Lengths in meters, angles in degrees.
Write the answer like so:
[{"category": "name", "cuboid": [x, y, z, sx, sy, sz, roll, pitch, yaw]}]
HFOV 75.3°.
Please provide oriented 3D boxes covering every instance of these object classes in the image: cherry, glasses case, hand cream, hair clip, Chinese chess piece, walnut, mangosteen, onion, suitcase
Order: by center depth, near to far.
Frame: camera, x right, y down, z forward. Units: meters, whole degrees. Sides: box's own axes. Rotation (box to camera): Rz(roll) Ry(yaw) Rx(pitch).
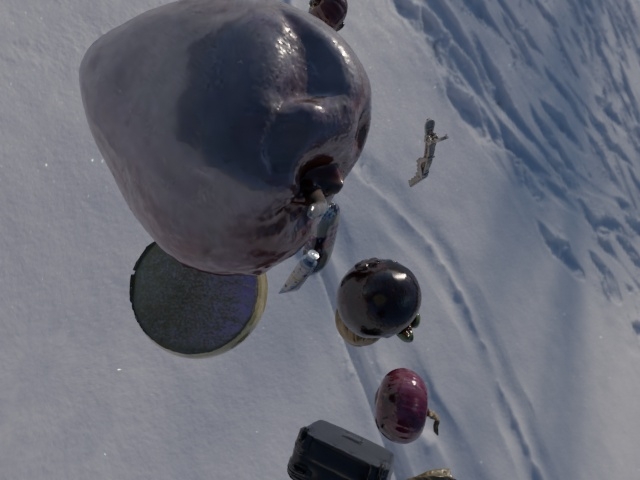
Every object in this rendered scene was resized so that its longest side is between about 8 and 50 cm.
[{"category": "cherry", "cuboid": [-0.103, -0.136, 0.501, 0.335, 0.326, 0.291, 59, 25, 3]}, {"category": "Chinese chess piece", "cuboid": [-0.242, 0.101, 0.841, 0.270, 0.112, 0.270, 0, 80, 2]}, {"category": "onion", "cuboid": [0.206, 0.410, 1.036, 0.177, 0.153, 0.177, -16, 90, -81]}, {"category": "hand cream", "cuboid": [-0.054, 0.089, 1.100, 0.065, 0.171, 0.043, -3, 53, -36]}, {"category": "hair clip", "cuboid": [0.285, -0.213, 1.113, 0.034, 0.226, 0.072, -26, 57, -23]}, {"category": "mangosteen", "cuboid": [0.217, 0.238, 1.481, 0.306, 0.306, 0.360, -25, 101, -37]}, {"category": "suitcase", "cuboid": [0.082, 0.787, 1.487, 0.339, 0.345, 0.188, 38, 68, -70]}, {"category": "glasses case", "cuboid": [0.000, 0.000, 1.552, 0.125, 0.327, 0.076, -24, 50, -38]}, {"category": "walnut", "cuboid": [0.173, 0.313, 1.737, 0.225, 0.225, 0.261, 21, 70, -27]}]

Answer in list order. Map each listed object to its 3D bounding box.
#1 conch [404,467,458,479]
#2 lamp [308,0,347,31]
[{"category": "conch", "cuboid": [0.180, 0.602, 0.793, 0.324, 0.186, 0.263, -28, 112, -16]}, {"category": "lamp", "cuboid": [0.015, -0.513, 0.936, 0.090, 0.101, 0.101, 38, 57, -30]}]
